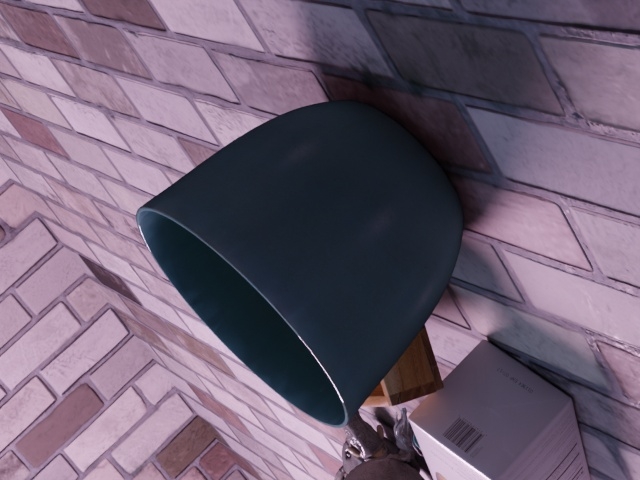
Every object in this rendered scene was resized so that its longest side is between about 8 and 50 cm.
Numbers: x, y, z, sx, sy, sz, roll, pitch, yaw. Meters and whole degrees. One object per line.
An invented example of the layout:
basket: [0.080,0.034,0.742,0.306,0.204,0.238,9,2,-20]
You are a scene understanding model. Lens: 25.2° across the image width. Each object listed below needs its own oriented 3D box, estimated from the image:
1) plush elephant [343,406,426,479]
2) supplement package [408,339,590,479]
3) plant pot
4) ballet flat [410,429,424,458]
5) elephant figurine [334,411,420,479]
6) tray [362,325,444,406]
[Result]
plush elephant: [0.108,0.438,2.003,0.255,0.272,0.330,-93,14,-62]
supplement package: [0.217,0.257,1.676,0.139,0.134,0.244,34,160,36]
plant pot: [0.000,0.000,1.433,0.293,0.235,0.293,41,163,16]
ballet flat: [0.210,0.313,1.957,0.203,0.074,0.074,40,163,9]
elephant figurine: [0.095,0.369,2.263,0.169,0.186,0.239,-2,-135,-51]
tray: [0.021,0.098,1.770,0.411,0.076,0.203,160,93,-71]
